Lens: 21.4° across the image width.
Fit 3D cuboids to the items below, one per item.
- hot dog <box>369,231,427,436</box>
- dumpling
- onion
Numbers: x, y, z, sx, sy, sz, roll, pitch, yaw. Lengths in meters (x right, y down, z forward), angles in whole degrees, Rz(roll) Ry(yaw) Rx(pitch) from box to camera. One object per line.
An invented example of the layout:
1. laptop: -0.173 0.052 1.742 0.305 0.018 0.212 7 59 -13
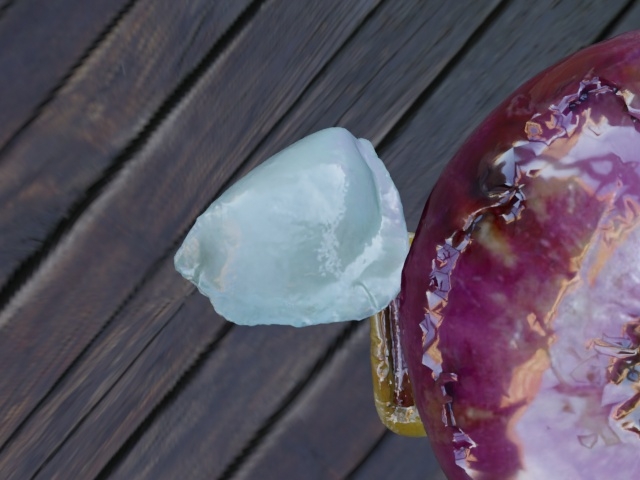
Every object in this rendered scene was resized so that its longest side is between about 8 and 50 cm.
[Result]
1. hot dog: 0.095 0.111 1.839 0.084 0.073 0.243 6 112 22
2. dumpling: -0.008 -0.001 1.367 0.216 0.105 0.149 -41 95 -29
3. onion: 0.229 0.035 1.022 0.358 0.345 0.358 5 120 9
